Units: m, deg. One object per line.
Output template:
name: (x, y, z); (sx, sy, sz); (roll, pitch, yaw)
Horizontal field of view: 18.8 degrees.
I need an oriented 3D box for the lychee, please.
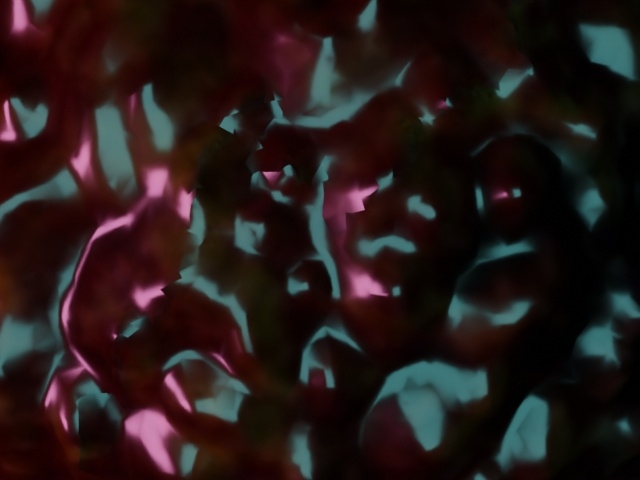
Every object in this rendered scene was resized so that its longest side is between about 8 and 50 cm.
lychee: (0.000, 0.000, 0.734); (0.424, 0.424, 0.500); (-10, 65, 4)
